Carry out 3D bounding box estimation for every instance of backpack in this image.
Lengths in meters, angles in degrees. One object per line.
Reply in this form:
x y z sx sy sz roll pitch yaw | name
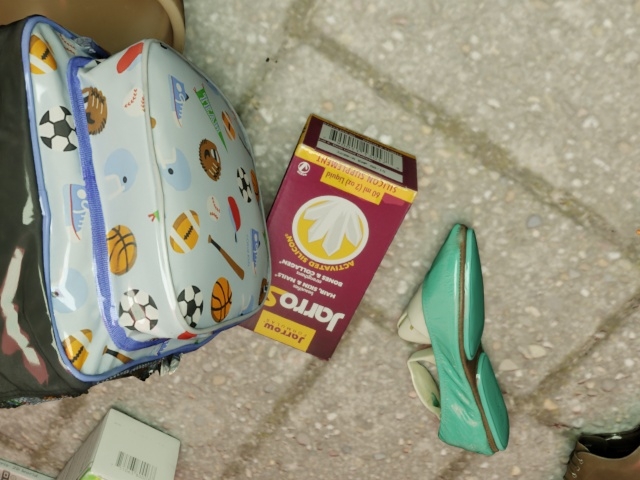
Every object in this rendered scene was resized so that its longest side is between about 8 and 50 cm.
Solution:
-0.153 -0.020 0.522 0.213 0.263 0.277 -4 88 7 | backpack

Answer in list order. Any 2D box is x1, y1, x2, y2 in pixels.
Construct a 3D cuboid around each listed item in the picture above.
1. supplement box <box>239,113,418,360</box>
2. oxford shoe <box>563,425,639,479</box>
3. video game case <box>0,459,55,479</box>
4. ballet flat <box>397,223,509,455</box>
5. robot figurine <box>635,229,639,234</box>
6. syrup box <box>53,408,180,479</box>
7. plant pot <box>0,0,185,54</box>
0.000 0.000 0.623 0.104 0.081 0.188 22 118 -5 | supplement box
0.285 0.250 0.734 0.096 0.083 0.227 48 117 7 | oxford shoe
-0.419 0.311 0.877 0.166 0.015 0.119 22 119 -5 | video game case
0.118 0.102 0.666 0.087 0.083 0.247 -3 116 25 | ballet flat
0.373 -0.003 0.552 0.219 0.128 0.158 -19 129 15 | robot figurine
-0.264 0.311 0.803 0.093 0.096 0.237 32 115 -19 | syrup box
-0.217 -0.195 0.504 0.237 0.237 0.110 -6 74 10 | plant pot
